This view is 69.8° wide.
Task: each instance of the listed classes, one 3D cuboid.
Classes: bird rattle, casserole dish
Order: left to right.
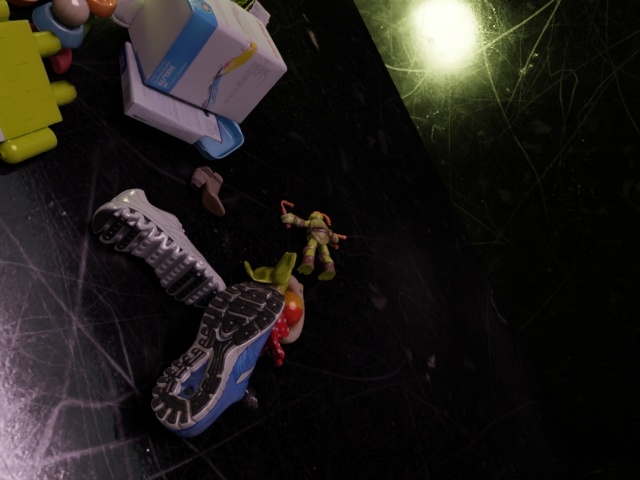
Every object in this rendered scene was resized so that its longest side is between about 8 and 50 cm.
[{"bbox_3d":[-0.269,-0.267,1.169,0.114,0.037,0.188,53,33,-13],"label":"casserole dish"},{"bbox_3d":[-0.083,0.157,1.047,0.207,0.143,0.253,37,41,-60],"label":"bird rattle"}]

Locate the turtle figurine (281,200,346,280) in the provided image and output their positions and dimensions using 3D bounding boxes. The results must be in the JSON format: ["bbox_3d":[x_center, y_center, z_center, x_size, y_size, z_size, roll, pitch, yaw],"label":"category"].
[{"bbox_3d":[0.000,0.000,1.300,0.269,0.087,0.217,30,45,-40],"label":"turtle figurine"}]

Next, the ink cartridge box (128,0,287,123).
[{"bbox_3d":[-0.259,-0.445,1.069,0.270,0.197,0.198,13,45,-49],"label":"ink cartridge box"}]

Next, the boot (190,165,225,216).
[{"bbox_3d":[-0.253,-0.122,1.081,0.118,0.042,0.087,51,32,-18],"label":"boot"}]

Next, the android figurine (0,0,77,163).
[{"bbox_3d":[-0.510,-0.247,0.717,0.273,0.056,0.248,-56,148,-56],"label":"android figurine"}]

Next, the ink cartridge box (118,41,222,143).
[{"bbox_3d":[-0.346,-0.326,1.060,0.224,0.045,0.223,20,40,-44],"label":"ink cartridge box"}]

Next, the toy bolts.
[{"bbox_3d":[-0.506,-0.467,0.871,0.218,0.158,0.228,26,48,-43],"label":"toy bolts"}]

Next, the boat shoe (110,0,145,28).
[{"bbox_3d":[-0.395,-0.560,1.136,0.099,0.116,0.319,49,27,17],"label":"boat shoe"}]

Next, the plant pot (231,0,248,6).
[{"bbox_3d":[-0.333,-0.760,1.278,0.227,0.207,0.228,-19,84,-57],"label":"plant pot"}]

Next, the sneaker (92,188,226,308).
[{"bbox_3d":[-0.286,0.016,0.888,0.292,0.110,0.118,47,27,-23],"label":"sneaker"}]

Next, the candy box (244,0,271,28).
[{"bbox_3d":[-0.237,-0.575,1.322,0.071,0.159,0.233,41,38,-31],"label":"candy box"}]

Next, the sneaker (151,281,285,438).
[{"bbox_3d":[-0.178,0.213,0.857,0.130,0.147,0.330,24,50,16],"label":"sneaker"}]
